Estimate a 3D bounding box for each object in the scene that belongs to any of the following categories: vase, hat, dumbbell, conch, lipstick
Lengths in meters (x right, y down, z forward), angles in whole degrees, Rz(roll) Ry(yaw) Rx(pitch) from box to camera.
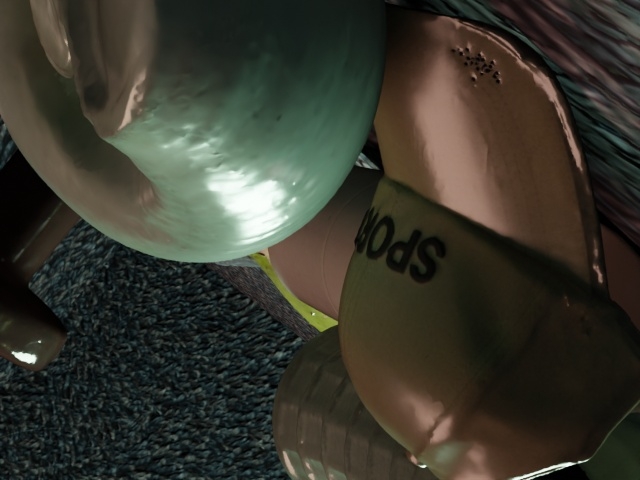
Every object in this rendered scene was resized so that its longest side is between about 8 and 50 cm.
[{"bbox_3d":[0.078,0.115,0.925,0.143,0.143,0.299,41,171,-21],"label":"vase"},{"bbox_3d":[0.032,-0.006,0.649,0.147,0.085,0.175,26,143,54],"label":"hat"},{"bbox_3d":[-0.155,-0.043,1.091,0.140,0.225,0.124,39,178,16],"label":"dumbbell"},{"bbox_3d":[-0.049,-0.085,0.570,0.185,0.121,0.221,56,165,-9],"label":"conch"},{"bbox_3d":[0.053,0.015,0.887,0.087,0.087,0.327,41,175,-15],"label":"lipstick"}]

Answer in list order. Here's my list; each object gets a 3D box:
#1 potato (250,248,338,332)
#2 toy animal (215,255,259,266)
[{"bbox_3d":[0.000,0.000,1.195,0.188,0.085,0.105,46,-166,-32],"label":"potato"},{"bbox_3d":[-0.091,-0.023,1.583,0.206,0.081,0.367,22,-179,-18],"label":"toy animal"}]
